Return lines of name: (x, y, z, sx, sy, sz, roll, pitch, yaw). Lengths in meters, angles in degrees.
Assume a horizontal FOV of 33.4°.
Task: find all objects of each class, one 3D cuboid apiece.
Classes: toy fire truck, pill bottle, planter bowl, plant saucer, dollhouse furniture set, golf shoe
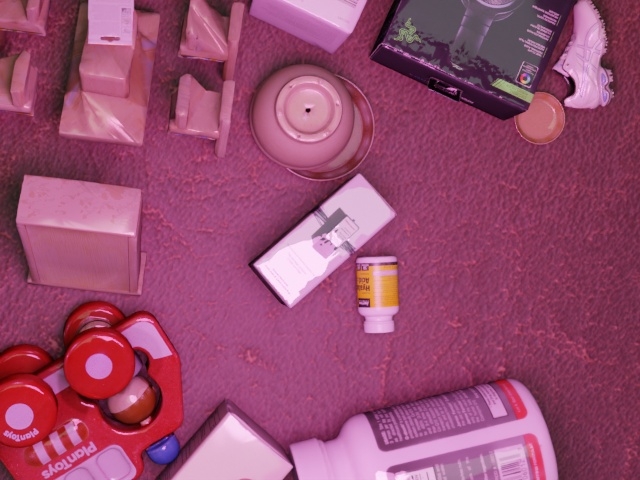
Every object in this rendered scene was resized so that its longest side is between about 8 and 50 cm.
toy fire truck: (-0.333, 0.249, 1.548, 0.302, 0.169, 0.254, -31, 108, -6)
pill bottle: (0.088, 0.082, 1.640, 0.065, 0.065, 0.116, -3, 90, -7)
planter bowl: (-0.022, -0.188, 1.579, 0.162, 0.109, 0.162, 0, 90, -8)
plant saucer: (0.348, -0.195, 1.699, 0.083, 0.015, 0.083, 0, 90, -7)
plant saucer: (-0.001, -0.175, 1.650, 0.168, 0.029, 0.169, 0, 90, -6)
pill bottle: (0.147, 0.342, 1.574, 0.362, 0.210, 0.210, -12, 91, -6)
dollhouse furniture set: (-0.318, -0.150, 1.553, 0.362, 0.256, 0.394, 7, 68, -8)
golf shoe: (0.408, -0.295, 1.684, 0.086, 0.069, 0.176, -9, 90, -1)

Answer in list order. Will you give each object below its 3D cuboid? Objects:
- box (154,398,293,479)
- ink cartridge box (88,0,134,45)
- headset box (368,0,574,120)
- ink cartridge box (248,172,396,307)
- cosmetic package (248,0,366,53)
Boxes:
box: (-0.165, 0.367, 1.565, 0.127, 0.148, 0.232, 42, 85, -5)
ink cartridge box: (-0.288, -0.313, 1.467, 0.062, 0.029, 0.115, 1, 70, -10)
headset box: (0.237, -0.347, 1.629, 0.246, 0.131, 0.283, 25, 87, -6)
ink cartridge box: (0.000, 0.000, 1.587, 0.208, 0.153, 0.087, -41, 93, -7)
cosmetic package: (-0.006, -0.387, 1.572, 0.151, 0.183, 0.151, 24, 87, -7)
